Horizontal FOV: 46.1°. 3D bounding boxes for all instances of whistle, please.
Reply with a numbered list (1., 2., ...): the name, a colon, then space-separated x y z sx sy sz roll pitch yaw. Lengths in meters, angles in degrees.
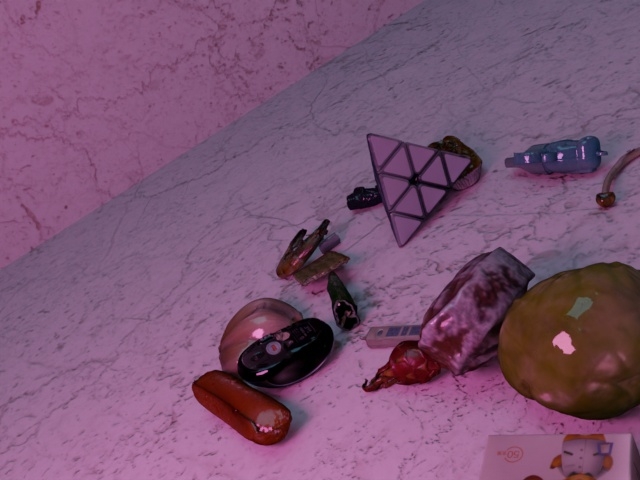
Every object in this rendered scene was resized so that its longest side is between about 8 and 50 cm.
1. whistle: 0.597 -0.210 1.911 0.186 0.093 0.273 -17 12 -43

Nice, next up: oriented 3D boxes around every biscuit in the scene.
1. biscuit: -0.003 0.073 1.993 0.144 0.016 0.203 -32 10 -6

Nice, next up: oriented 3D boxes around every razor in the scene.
1. razor: 0.000 0.000 2.158 0.068 0.040 0.135 -35 22 -15

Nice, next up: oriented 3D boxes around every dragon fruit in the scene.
1. dragon fruit: 0.158 0.255 1.524 0.190 0.094 0.094 -23 27 30

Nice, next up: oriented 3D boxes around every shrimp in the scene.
1. shrimp: -0.053 0.012 2.110 0.217 0.051 0.150 -47 20 11

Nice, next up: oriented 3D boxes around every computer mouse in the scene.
1. computer mouse: -0.073 0.266 1.708 0.233 0.096 0.137 -24 31 -9

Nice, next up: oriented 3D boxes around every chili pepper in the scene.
1. chili pepper: 0.046 0.129 1.846 0.059 0.088 0.227 -14 26 -3

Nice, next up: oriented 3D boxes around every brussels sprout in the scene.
1. brussels sprout: 0.456 0.166 1.267 0.316 0.243 0.274 -25 2 7

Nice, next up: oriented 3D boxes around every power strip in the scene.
1. power strip: 0.167 0.211 1.652 0.191 0.030 0.048 -7 34 33

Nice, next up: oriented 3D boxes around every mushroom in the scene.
1. mushroom: 0.730 -0.176 1.791 0.068 0.043 0.306 23 53 35

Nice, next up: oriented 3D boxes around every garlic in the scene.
1. garlic: -0.155 0.217 1.854 0.227 0.110 0.217 -28 24 1

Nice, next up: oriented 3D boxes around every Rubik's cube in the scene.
1. Rubik's cube: 0.225 -0.163 2.017 0.228 0.229 0.233 37 37 17

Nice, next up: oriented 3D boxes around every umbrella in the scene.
1. umbrella: 0.189 -0.142 2.185 0.248 0.071 0.071 -13 31 28

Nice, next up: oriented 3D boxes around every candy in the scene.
1. candy: 0.307 0.137 1.457 0.157 0.214 0.289 39 48 14

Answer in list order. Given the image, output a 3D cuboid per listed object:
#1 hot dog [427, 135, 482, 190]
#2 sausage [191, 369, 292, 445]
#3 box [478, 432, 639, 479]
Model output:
1. hot dog: 0.373 -0.225 2.149 0.144 0.075 0.268 -25 30 0
2. sausage: -0.173 0.361 1.636 0.102 0.102 0.330 -41 30 -23
3. box: 0.320 0.440 1.017 0.224 0.144 0.341 -10 34 31
